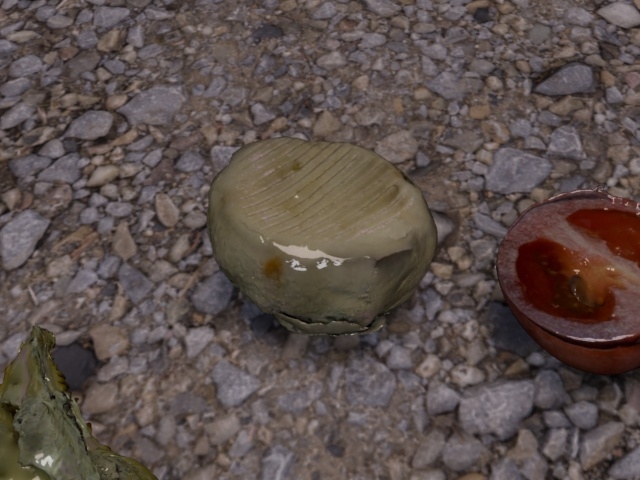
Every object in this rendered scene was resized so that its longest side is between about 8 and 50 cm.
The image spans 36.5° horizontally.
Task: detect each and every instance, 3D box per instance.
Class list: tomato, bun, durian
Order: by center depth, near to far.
[{"bbox_3d":[-0.212,0.200,0.771,0.172,0.167,0.306,-15,42,-21],"label":"durian"},{"bbox_3d":[0.000,0.000,0.986,0.239,0.141,0.239,4,42,-4],"label":"bun"},{"bbox_3d":[0.278,0.050,0.987,0.228,0.112,0.199,-27,49,-25],"label":"tomato"}]
